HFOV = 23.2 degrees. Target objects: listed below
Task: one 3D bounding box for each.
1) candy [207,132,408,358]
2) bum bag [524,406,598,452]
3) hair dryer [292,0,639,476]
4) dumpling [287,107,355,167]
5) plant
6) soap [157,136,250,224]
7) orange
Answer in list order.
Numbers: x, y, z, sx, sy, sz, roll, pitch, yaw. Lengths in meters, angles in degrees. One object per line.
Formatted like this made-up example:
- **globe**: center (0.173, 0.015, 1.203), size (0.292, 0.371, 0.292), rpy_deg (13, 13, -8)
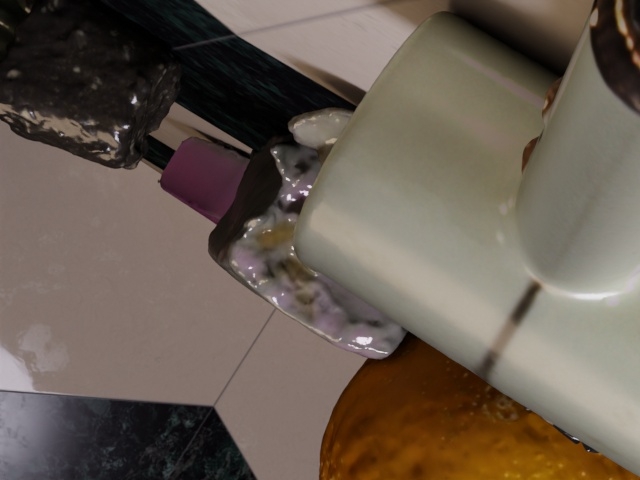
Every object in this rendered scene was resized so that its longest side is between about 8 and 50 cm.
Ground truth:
- **candy**: center (0.000, 0.000, 1.323), size (0.185, 0.137, 0.195), rpy_deg (33, 178, -11)
- **bum bag**: center (0.205, 0.108, 1.116), size (0.248, 0.060, 0.123), rpy_deg (17, -147, -35)
- **hair dryer**: center (0.100, -0.025, 0.545), size (0.203, 0.128, 0.362), rpy_deg (33, 168, 9)
- **dumpling**: center (0.125, 0.025, 0.989), size (0.332, 0.086, 0.166), rpy_deg (30, 175, -15)
- **plant**: center (-0.224, -0.145, 1.321), size (0.194, 0.132, 0.129), rpy_deg (27, 172, 11)
- **soap**: center (-0.044, -0.016, 1.826), size (0.259, 0.081, 0.181), rpy_deg (35, 175, -38)
- **orange**: center (0.139, 0.222, 1.319), size (0.293, 0.340, 0.340), rpy_deg (-10, -176, -10)
